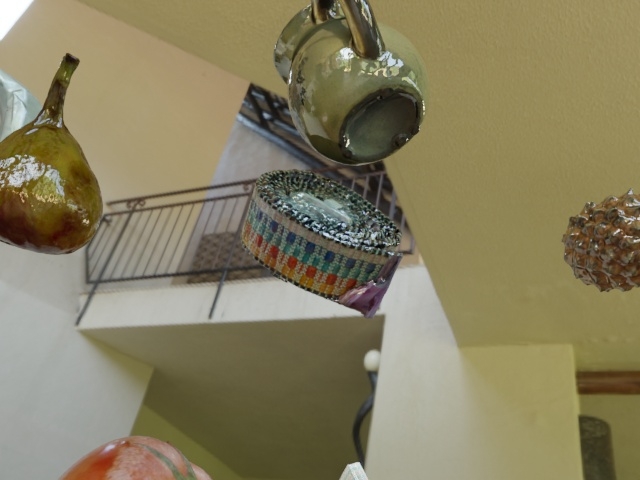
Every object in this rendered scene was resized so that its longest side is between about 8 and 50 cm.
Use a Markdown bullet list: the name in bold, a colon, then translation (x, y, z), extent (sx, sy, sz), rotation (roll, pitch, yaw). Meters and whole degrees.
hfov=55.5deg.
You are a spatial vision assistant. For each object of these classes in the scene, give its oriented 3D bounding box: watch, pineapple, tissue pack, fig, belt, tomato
- **watch**: translation (-0.606, -0.181, 1.089), extent (0.253, 0.241, 0.161), rotation (53, -7, 15)
- **pineapple**: translation (0.475, -0.004, 0.922), extent (0.166, 0.166, 0.193), rotation (26, -21, -17)
- **tissue pack**: translation (0.060, 0.349, 0.790), extent (0.023, 0.108, 0.056), rotation (-7, -43, -28)
- **fig**: translation (-0.393, -0.114, 0.921), extent (0.191, 0.290, 0.190), rotation (19, -22, 8)
- **belt**: translation (0.000, 0.000, 1.116), extent (0.295, 0.207, 0.160), rotation (26, -59, 6)
- **tomato**: translation (-0.227, 0.381, 0.721), extent (0.265, 0.264, 0.264), rotation (8, -36, 6)

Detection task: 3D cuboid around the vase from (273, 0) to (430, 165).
- **vase**: translation (0.039, -0.319, 1.040), extent (0.241, 0.302, 0.329), rotation (-20, -36, -10)
